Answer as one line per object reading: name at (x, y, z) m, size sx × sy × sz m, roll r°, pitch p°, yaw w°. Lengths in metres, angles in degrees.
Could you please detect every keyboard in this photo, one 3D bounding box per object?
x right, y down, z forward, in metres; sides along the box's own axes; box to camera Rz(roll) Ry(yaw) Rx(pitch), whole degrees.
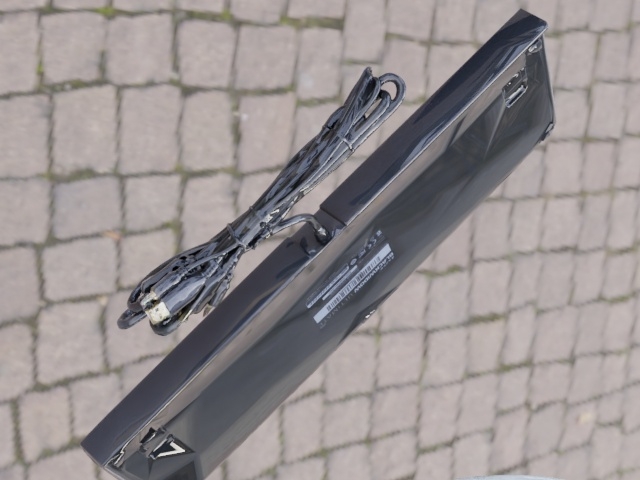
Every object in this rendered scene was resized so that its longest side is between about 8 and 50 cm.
keyboard at (0.000, 0.000, 0.723) m, size 0.317 × 0.033 × 0.201 m, roll -45°, pitch 156°, yaw -8°

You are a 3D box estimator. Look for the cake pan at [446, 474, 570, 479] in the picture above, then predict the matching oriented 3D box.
cake pan at (0.072, 0.247, 0.666) m, size 0.293 × 0.054 × 0.293 m, roll -4°, pitch 113°, yaw -9°
